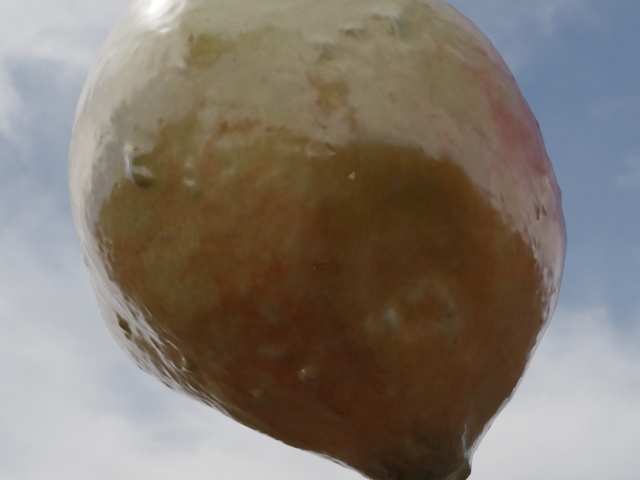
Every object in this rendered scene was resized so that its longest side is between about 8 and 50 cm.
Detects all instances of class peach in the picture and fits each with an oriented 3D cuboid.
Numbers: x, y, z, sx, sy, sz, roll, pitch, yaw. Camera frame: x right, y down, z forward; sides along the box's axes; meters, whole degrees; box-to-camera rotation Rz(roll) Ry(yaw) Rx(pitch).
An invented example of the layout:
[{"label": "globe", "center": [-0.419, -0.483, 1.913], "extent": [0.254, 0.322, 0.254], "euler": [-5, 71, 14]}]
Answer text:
[{"label": "peach", "center": [0.000, 0.000, 0.424], "extent": [0.232, 0.232, 0.232], "euler": [-2, -30, -1]}]
